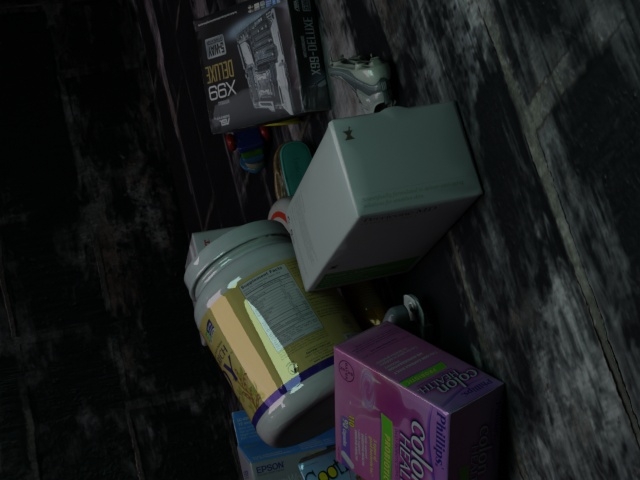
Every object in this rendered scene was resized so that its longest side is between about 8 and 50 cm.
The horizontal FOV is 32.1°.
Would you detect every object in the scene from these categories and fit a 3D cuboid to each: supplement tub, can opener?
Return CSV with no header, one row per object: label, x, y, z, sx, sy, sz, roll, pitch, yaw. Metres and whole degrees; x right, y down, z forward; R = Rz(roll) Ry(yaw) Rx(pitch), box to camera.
supplement tub,-0.067,0.155,1.889,0.331,0.241,0.241,57,156,22
can opener,0.145,0.214,1.827,0.074,0.093,0.280,-129,28,-59

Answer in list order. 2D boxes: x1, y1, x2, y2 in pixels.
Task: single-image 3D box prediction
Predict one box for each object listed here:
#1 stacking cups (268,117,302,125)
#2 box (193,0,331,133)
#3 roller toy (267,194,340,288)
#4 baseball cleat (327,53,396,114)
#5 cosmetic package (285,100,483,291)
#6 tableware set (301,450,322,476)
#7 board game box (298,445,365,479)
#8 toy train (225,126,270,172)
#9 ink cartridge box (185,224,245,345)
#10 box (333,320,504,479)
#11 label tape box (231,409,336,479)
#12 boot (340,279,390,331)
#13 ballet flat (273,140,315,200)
stacking cups,-0.098,-0.398,2.312,0.096,0.096,0.316,-161,65,-73
box,-0.121,-0.353,2.219,0.307,0.076,0.242,-5,95,49
roller toy,0.000,0.000,2.086,0.209,0.146,0.191,-18,88,65
baseball cleat,0.066,-0.254,1.846,0.206,0.072,0.109,-140,36,-72
cosmetic package,0.081,-0.058,1.679,0.365,0.197,0.155,122,135,-69
tableware set,0.047,0.460,2.178,0.141,0.168,0.020,-101,1,-51
board game box,0.074,0.504,2.011,0.142,0.144,0.275,77,173,-84
toy train,-0.191,-0.293,2.708,0.143,0.105,0.248,81,172,-60
ink cartridge box,-0.137,0.087,2.397,0.197,0.270,0.198,116,142,-65
box,0.141,0.273,1.654,0.243,0.117,0.214,26,127,42
label tape box,-0.022,0.491,2.268,0.115,0.249,0.348,133,126,-71
boot,0.078,0.202,2.024,0.295,0.104,0.211,110,143,-64
ballet flat,-0.041,-0.034,2.284,0.124,0.116,0.342,117,144,-71
